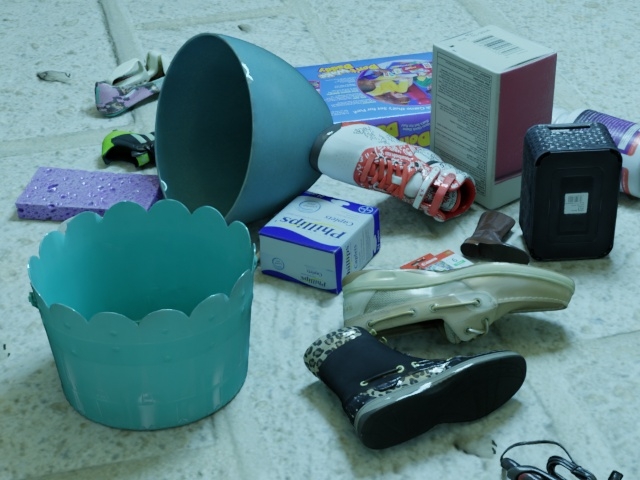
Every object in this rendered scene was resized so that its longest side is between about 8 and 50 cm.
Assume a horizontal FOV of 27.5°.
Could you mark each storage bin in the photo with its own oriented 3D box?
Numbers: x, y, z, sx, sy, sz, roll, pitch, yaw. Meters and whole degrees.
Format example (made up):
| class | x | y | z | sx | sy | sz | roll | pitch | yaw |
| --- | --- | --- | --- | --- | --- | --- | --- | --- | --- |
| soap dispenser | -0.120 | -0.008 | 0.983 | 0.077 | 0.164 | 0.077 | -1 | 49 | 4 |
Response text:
| class | x | y | z | sx | sy | sz | roll | pitch | yaw |
| --- | --- | --- | --- | --- | --- | --- | --- | --- | --- |
| storage bin | 0.351 | -0.068 | 1.851 | 0.122 | 0.180 | 0.084 | -3 | 33 | -2 |

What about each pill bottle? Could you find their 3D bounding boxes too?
| class | x | y | z | sx | sy | sz | roll | pitch | yaw |
| --- | --- | --- | --- | --- | --- | --- | --- | --- | --- |
| pill bottle | 0.433 | -0.145 | 2.039 | 0.194 | 0.108 | 0.108 | 23 | 40 | 34 |

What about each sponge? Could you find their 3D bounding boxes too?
| class | x | y | z | sx | sy | sz | roll | pitch | yaw |
| --- | --- | --- | --- | --- | --- | --- | --- | --- | --- |
| sponge | -0.353 | -0.069 | 2.026 | 0.210 | 0.031 | 0.117 | 4 | 32 | 9 |

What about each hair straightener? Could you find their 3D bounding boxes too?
| class | x | y | z | sx | sy | sz | roll | pitch | yaw |
| --- | --- | --- | --- | --- | --- | --- | --- | --- | --- |
| hair straightener | 0.289 | 0.282 | 1.431 | 0.089 | 0.047 | 0.230 | -24 | 34 | -32 |

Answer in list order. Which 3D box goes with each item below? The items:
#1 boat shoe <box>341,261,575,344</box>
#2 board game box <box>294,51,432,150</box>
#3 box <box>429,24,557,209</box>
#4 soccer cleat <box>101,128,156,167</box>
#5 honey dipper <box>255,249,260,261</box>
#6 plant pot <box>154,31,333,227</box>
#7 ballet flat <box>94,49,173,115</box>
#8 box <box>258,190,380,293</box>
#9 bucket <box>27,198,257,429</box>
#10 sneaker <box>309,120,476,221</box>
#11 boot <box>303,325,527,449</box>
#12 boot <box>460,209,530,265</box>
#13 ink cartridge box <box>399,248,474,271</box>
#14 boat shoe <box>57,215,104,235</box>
| class | x | y | z | sx | sy | sz | roll | pitch | yaw |
| --- | --- | --- | --- | --- | --- | --- | --- | --- | --- |
| boat shoe | 0.179 | 0.089 | 1.698 | 0.302 | 0.109 | 0.098 | -1 | 71 | 0 |
| board game box | 0.083 | -0.224 | 2.211 | 0.347 | 0.078 | 0.233 | -7 | 32 | -9 |
| box | 0.261 | -0.191 | 2.003 | 0.127 | 0.232 | 0.149 | -23 | 38 | -31 |
| soccer cleat | -0.271 | -0.151 | 2.138 | 0.179 | 0.060 | 0.072 | -5 | 41 | 7 |
| honey dipper | -0.097 | 0.033 | 1.858 | 0.031 | 0.030 | 0.160 | 12 | 30 | 21 |
| plant pot | -0.095 | -0.158 | 1.958 | 0.195 | 0.290 | 0.290 | -1 | 27 | -34 |
| ballet flat | -0.314 | -0.293 | 2.341 | 0.077 | 0.079 | 0.221 | 23 | 39 | 35 |
| box | 0.000 | 0.000 | 1.861 | 0.126 | 0.072 | 0.137 | 14 | 36 | 25 |
| bucket | -0.213 | 0.090 | 1.622 | 0.281 | 0.183 | 0.281 | -1 | 32 | 0 |
| sneaker | 0.118 | -0.099 | 1.920 | 0.270 | 0.090 | 0.145 | 10 | 20 | -48 |
| boot | 0.112 | 0.153 | 1.598 | 0.236 | 0.085 | 0.178 | -17 | 33 | -23 |
| boot | 0.267 | -0.005 | 1.896 | 0.106 | 0.037 | 0.114 | 15 | 31 | 21 |
| ink cartridge box | 0.169 | 0.041 | 1.827 | 0.063 | 0.029 | 0.115 | -24 | 38 | -31 |
| boat shoe | -0.325 | -0.018 | 1.936 | 0.125 | 0.038 | 0.046 | -14 | 75 | -10 |
